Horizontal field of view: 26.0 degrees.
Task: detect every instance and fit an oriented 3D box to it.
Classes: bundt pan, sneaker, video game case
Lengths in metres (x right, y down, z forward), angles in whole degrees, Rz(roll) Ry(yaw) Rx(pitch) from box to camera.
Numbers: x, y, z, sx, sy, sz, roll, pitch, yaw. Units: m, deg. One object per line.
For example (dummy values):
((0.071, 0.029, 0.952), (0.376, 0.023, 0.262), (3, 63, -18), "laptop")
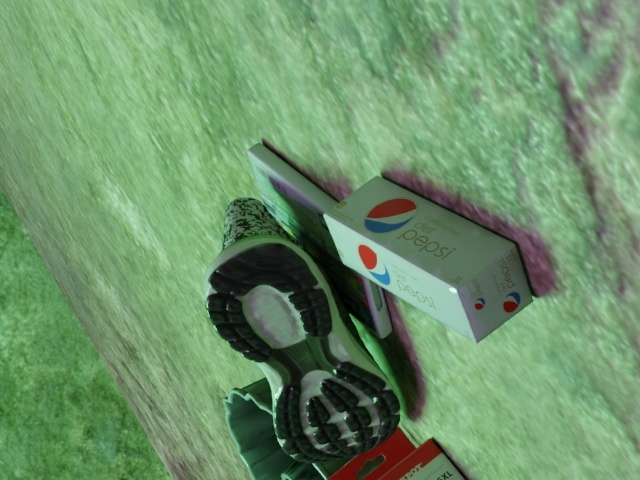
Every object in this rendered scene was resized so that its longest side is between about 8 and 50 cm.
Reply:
((0.008, 0.317, 1.951), (0.331, 0.124, 0.331), (45, 154, 29), "bundt pan")
((-0.015, 0.103, 1.643), (0.182, 0.158, 0.410), (-100, -10, -48), "sneaker")
((0.000, 0.000, 1.597), (0.201, 0.023, 0.183), (38, 156, 38), "video game case")

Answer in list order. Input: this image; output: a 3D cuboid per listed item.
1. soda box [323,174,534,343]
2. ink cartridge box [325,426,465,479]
((0.096, 0.013, 1.294), (0.216, 0.074, 0.069), (30, 150, 52), "soda box")
((0.124, 0.343, 1.711), (0.231, 0.134, 0.078), (49, 162, 15), "ink cartridge box")
